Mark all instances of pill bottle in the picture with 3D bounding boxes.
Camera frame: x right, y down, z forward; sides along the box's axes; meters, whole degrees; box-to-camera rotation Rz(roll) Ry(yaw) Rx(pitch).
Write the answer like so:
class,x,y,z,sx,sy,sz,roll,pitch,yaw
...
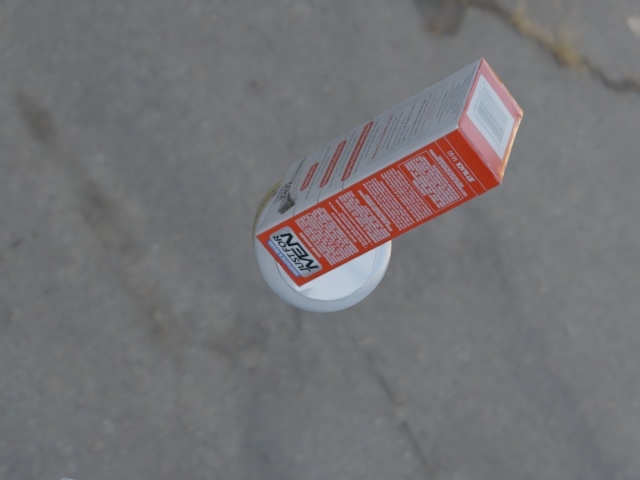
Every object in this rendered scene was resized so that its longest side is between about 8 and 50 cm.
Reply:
class,x,y,z,sx,sy,sz,roll,pitch,yaw
pill bottle,0.000,0.000,1.419,0.103,0.103,0.184,55,0,-5

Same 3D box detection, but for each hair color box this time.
class,x,y,z,sx,sy,sz,roll,pitch,yaw
hair color box,0.045,-0.043,1.222,0.053,0.167,0.093,52,32,-20

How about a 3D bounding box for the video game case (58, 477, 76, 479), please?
class,x,y,z,sx,sy,sz,roll,pitch,yaw
video game case,-0.280,0.413,1.583,0.036,0.300,0.329,18,41,9
